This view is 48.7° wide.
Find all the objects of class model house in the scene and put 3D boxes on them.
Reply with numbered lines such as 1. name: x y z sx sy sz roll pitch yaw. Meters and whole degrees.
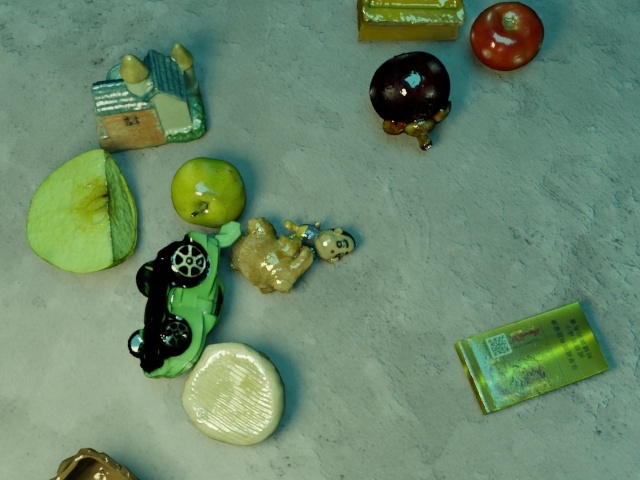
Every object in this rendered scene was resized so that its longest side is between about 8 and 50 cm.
1. model house: -0.423 -0.376 1.675 0.267 0.325 0.194 -9 71 -6

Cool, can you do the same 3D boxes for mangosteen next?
1. mangosteen: 0.231 -0.345 1.771 0.211 0.211 0.250 -17 99 -9

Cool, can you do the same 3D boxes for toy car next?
1. toy car: -0.297 0.125 1.558 0.176 0.213 0.359 15 68 -30

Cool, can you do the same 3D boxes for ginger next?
1. ginger: -0.130 0.034 1.640 0.216 0.102 0.157 33 97 21

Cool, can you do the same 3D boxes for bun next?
1. bun: -0.176 0.321 1.514 0.231 0.133 0.231 0 91 8

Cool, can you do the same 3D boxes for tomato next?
1. tomato: 0.493 -0.540 1.880 0.195 0.136 0.195 0 69 0

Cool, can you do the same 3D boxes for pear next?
1. pear: -0.558 -0.040 1.647 0.239 0.139 0.288 -13 73 9
2. pear: -0.260 -0.102 1.641 0.180 0.216 0.166 25 110 -14

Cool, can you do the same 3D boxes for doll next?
1. doll: 0.000 0.000 1.678 0.179 0.102 0.089 6 30 0

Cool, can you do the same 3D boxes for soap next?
1. soap: 0.238 -0.673 1.917 0.281 0.143 0.259 0 73 -2

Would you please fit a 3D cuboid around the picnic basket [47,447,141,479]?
1. picnic basket: -0.447 0.555 1.320 0.254 0.321 0.291 33 73 6

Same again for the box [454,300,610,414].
1. box: 0.482 0.266 1.616 0.311 0.043 0.173 -17 70 -10
